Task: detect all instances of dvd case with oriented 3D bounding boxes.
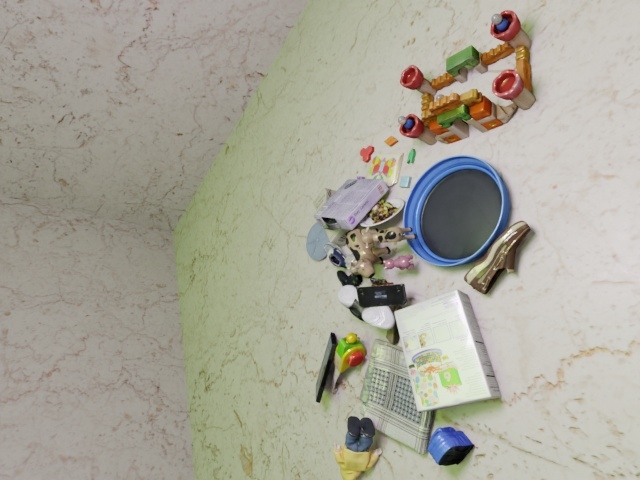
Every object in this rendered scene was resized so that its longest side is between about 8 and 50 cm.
[{"bbox_3d":[0.022,0.535,1.731,0.180,0.022,0.253,-95,21,-88],"label":"dvd case"}]

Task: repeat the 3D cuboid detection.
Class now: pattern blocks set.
[{"bbox_3d":[0.273,-0.313,1.762,0.325,0.026,0.285,-4,76,51],"label":"pattern blocks set"}]

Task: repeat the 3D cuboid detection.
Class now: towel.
[{"bbox_3d":[0.270,0.545,1.466,0.324,0.056,0.312,6,84,53],"label":"towel"}]

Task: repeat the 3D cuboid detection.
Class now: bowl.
[{"bbox_3d":[0.463,-0.098,1.409,0.391,0.077,0.391,-20,64,48],"label":"bowl"}]

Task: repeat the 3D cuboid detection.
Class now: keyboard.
[{"bbox_3d":[0.218,0.185,1.477,0.180,0.023,0.108,-8,99,21],"label":"keyboard"}]

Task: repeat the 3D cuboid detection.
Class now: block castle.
[{"bbox_3d":[0.481,-0.540,1.417,0.453,0.213,0.303,-12,70,49],"label":"block castle"}]

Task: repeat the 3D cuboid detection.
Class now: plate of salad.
[{"bbox_3d":[0.241,-0.123,1.641,0.200,0.048,0.200,-25,23,11],"label":"plate of salad"}]

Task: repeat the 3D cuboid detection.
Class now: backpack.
[{"bbox_3d":[0.383,0.629,1.240,0.101,0.120,0.098,40,111,50],"label":"backpack"}]

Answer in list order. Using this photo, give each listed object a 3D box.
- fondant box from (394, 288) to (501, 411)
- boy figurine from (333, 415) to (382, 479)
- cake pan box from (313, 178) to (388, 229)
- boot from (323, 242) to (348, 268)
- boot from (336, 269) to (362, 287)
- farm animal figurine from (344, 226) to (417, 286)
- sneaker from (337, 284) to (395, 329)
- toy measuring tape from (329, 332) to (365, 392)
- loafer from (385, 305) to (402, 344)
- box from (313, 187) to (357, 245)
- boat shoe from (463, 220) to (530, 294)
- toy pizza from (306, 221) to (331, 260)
[{"bbox_3d":[0.395,0.354,1.303,0.238,0.096,0.330,-28,56,31],"label":"fondant box"},{"bbox_3d":[0.135,0.782,1.493,0.092,0.177,0.285,-93,8,-63],"label":"boy figurine"},{"bbox_3d":[0.122,-0.157,1.728,0.267,0.070,0.246,-48,26,-19],"label":"cake pan box"},{"bbox_3d":[0.060,0.062,1.840,0.190,0.086,0.069,36,107,41],"label":"boot"},{"bbox_3d":[0.128,0.160,1.779,0.099,0.045,0.121,-47,53,35],"label":"boot"},{"bbox_3d":[0.193,0.051,1.554,0.327,0.172,0.330,50,136,49],"label":"farm animal figurine"},{"bbox_3d":[0.195,0.273,1.577,0.268,0.153,0.101,29,79,40],"label":"sneaker"},{"bbox_3d":[0.115,0.500,1.670,0.121,0.121,0.330,51,141,46],"label":"toy measuring tape"},{"bbox_3d":[0.274,0.315,1.533,0.050,0.056,0.148,6,84,46],"label":"loafer"},{"bbox_3d":[0.065,-0.114,1.906,0.113,0.094,0.275,-51,44,29],"label":"box"},{"bbox_3d":[0.559,0.060,1.239,0.095,0.095,0.257,51,125,31],"label":"boat shoe"},{"bbox_3d":[0.000,0.000,2.005,0.201,0.032,0.201,-18,66,47],"label":"toy pizza"}]
